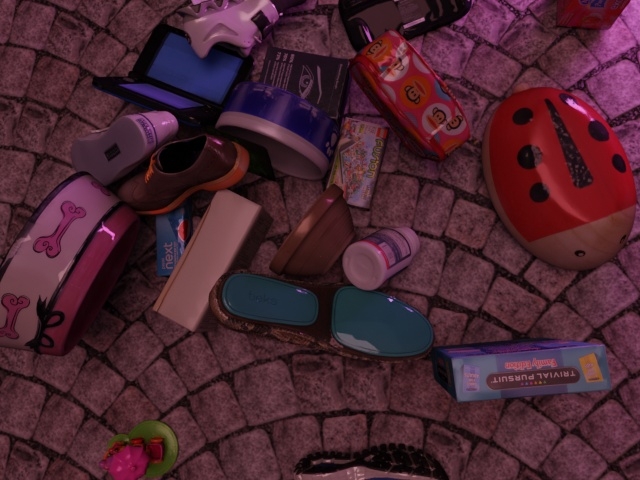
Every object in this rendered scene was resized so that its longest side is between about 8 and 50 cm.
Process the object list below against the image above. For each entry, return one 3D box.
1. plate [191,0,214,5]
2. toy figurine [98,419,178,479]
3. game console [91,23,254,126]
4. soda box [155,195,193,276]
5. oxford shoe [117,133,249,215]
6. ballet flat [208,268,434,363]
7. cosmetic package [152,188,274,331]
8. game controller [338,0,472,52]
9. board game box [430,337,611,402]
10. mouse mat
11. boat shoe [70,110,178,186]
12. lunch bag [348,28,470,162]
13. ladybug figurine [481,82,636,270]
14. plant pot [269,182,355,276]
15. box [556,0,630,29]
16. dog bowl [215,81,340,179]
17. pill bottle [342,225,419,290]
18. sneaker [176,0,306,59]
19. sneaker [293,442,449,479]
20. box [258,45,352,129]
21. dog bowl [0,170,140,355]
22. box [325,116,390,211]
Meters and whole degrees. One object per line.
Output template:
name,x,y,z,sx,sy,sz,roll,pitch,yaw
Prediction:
plate,-0.245,-0.748,1.407,0.277,0.045,0.277,-28,81,2
toy figurine,-0.425,0.477,1.191,0.173,0.159,0.130,-2,82,6
game console,-0.350,-0.410,1.311,0.293,0.250,0.173,22,111,8
soda box,-0.351,-0.018,1.301,0.071,0.067,0.209,-5,82,5
oxford shoe,-0.336,-0.155,1.186,0.364,0.133,0.129,-18,64,27
ballet flat,-0.003,0.171,1.176,0.483,0.182,0.163,12,65,-10
cosmetic package,-0.237,0.048,1.235,0.113,0.160,0.309,26,84,9
game controller,0.209,-0.584,1.330,0.319,0.067,0.166,-21,104,3
board game box,0.365,0.246,1.061,0.254,0.336,0.079,-6,82,5
mouse mat,-0.181,-0.197,1.249,0.153,0.189,0.007,21,76,8
boat shoe,-0.451,-0.229,1.276,0.367,0.156,0.135,-16,103,44
lunch bag,0.189,-0.315,1.198,0.120,0.258,0.293,-41,103,5
ladybug figurine,0.529,-0.154,1.190,0.305,0.162,0.449,-23,80,2
plant pot,0.000,0.000,1.185,0.110,0.237,0.237,37,87,1
box,0.630,-0.592,1.195,0.128,0.257,0.122,7,81,6
dog bowl,-0.093,-0.239,1.209,0.265,0.265,0.104,21,83,8
pill bottle,0.140,0.031,1.188,0.108,0.180,0.107,15,115,35
sneaker,-0.175,-0.539,1.343,0.331,0.122,0.146,-21,110,-12
sneaker,0.112,0.537,1.166,0.330,0.130,0.147,-6,96,8
box,-0.039,-0.359,1.300,0.207,0.108,0.153,13,83,7
dog bowl,-0.532,0.064,1.157,0.150,0.408,0.407,27,85,-9
box,0.089,-0.183,1.299,0.114,0.036,0.206,14,83,7
